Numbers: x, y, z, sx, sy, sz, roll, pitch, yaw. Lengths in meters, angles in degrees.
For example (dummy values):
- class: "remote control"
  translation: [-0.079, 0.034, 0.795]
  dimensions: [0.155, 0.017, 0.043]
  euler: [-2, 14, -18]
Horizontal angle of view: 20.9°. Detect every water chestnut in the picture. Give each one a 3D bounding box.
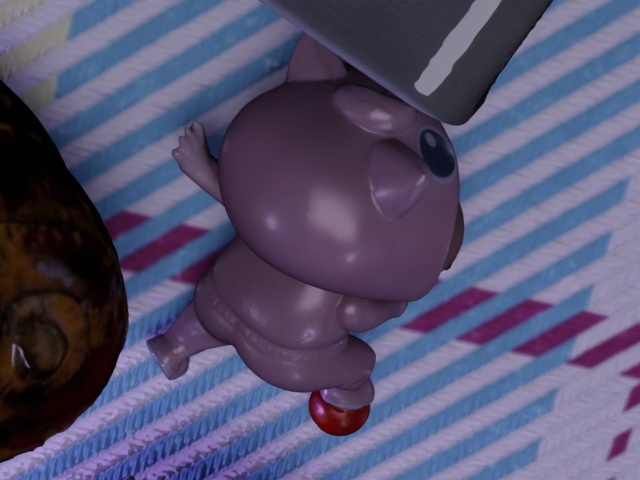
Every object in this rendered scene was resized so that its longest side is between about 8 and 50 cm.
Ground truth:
- class: "water chestnut"
  translation: [-0.263, 0.029, 1.058]
  dimensions: [0.289, 0.289, 0.244]
  euler: [25, 136, -13]

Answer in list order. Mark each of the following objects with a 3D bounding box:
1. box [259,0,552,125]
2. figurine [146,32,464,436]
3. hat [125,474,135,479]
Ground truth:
- class: "box"
  translation: [0.040, -0.298, 0.939]
  dimensions: [0.352, 0.177, 0.343]
  euler: [35, 105, 2]
- class: "figurine"
  translation: [0.000, 0.000, 1.137]
  dimensions: [0.186, 0.176, 0.287]
  euler: [-17, 139, -42]
- class: "hat"
  translation: [-0.110, 0.260, 1.221]
  dimensions: [0.257, 0.130, 0.257]
  euler: [-2, 111, -5]
